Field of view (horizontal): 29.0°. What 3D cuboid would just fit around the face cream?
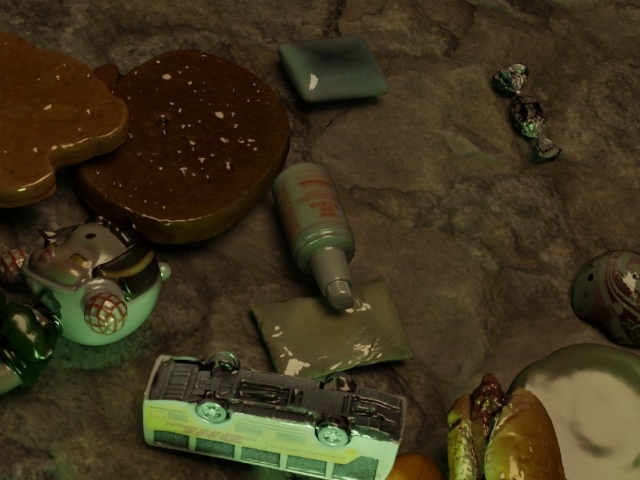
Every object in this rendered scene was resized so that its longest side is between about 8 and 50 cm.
[{"bbox_3d":[0.000,0.000,1.888,0.101,0.101,0.251,0,47,-22],"label":"face cream"}]

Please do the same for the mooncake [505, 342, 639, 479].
[{"bbox_3d":[0.396,0.283,1.811,0.275,0.135,0.275,4,60,-8],"label":"mooncake"}]

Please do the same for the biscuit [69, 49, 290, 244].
[{"bbox_3d":[-0.234,-0.159,1.960,0.350,0.070,0.394,35,50,13],"label":"biscuit"}]

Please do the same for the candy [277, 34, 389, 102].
[{"bbox_3d":[0.022,-0.300,2.164,0.174,0.071,0.138,-10,58,-29],"label":"candy"}]

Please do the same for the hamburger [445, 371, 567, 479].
[{"bbox_3d":[0.247,0.351,1.663,0.155,0.282,0.245,-12,17,20],"label":"hamburger"}]

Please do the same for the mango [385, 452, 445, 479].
[{"bbox_3d":[0.103,0.371,1.668,0.141,0.102,0.217,11,40,21],"label":"mango"}]

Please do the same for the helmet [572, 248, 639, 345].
[{"bbox_3d":[0.515,0.082,2.043,0.177,0.107,0.153,31,47,4],"label":"helmet"}]

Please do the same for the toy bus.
[{"bbox_3d":[-0.064,0.239,1.637,0.343,0.138,0.097,11,40,2],"label":"toy bus"}]

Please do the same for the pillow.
[{"bbox_3d":[0.018,0.135,1.846,0.230,0.050,0.148,-11,53,-24],"label":"pillow"}]

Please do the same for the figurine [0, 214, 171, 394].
[{"bbox_3d":[-0.359,0.097,1.659,0.370,0.167,0.281,-38,38,-29],"label":"figurine"}]

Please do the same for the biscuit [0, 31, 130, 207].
[{"bbox_3d":[-0.471,-0.176,1.847,0.351,0.057,0.312,20,54,15],"label":"biscuit"}]

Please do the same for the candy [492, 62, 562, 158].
[{"bbox_3d":[0.385,-0.240,2.275,0.094,0.051,0.226,2,54,-24],"label":"candy"}]
